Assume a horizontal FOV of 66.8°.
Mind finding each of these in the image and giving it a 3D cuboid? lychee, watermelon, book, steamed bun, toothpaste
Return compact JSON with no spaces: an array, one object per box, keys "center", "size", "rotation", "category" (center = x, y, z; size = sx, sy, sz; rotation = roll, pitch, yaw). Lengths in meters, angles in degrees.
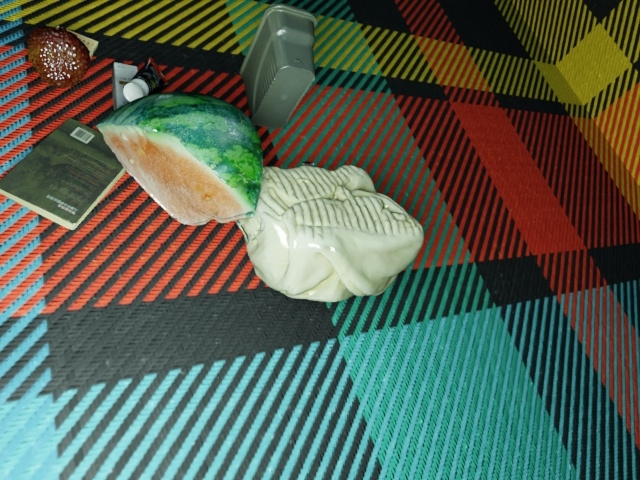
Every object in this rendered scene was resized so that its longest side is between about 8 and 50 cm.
[{"center":[-0.559,-0.392,1.037],"size":[0.123,0.123,0.129],"rotation":[14,63,-21],"category":"lychee"},{"center":[-0.284,-0.190,0.936],"size":[0.222,0.292,0.319],"rotation":[18,66,-45],"category":"watermelon"},{"center":[-0.496,-0.140,0.965],"size":[0.160,0.024,0.228],"rotation":[29,50,-9],"category":"book"},{"center":[0.000,0.000,1.012],"size":[0.394,0.237,0.346],"rotation":[23,35,11],"category":"steamed bun"},{"center":[-0.399,-0.370,1.117],"size":[0.071,0.045,0.193],"rotation":[58,19,-28],"category":"toothpaste"}]

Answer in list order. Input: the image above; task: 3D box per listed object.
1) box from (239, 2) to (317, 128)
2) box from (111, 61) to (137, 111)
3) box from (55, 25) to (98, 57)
[{"center":[-0.100,-0.427,1.222],"size":[0.138,0.274,0.178],"rotation":[2,66,-27],"category":"box"},{"center":[-0.438,-0.309,1.099],"size":[0.055,0.039,0.218],"rotation":[1,60,-32],"category":"box"},{"center":[-0.579,-0.463,1.138],"size":[0.093,0.015,0.058],"rotation":[19,54,-19],"category":"box"}]
